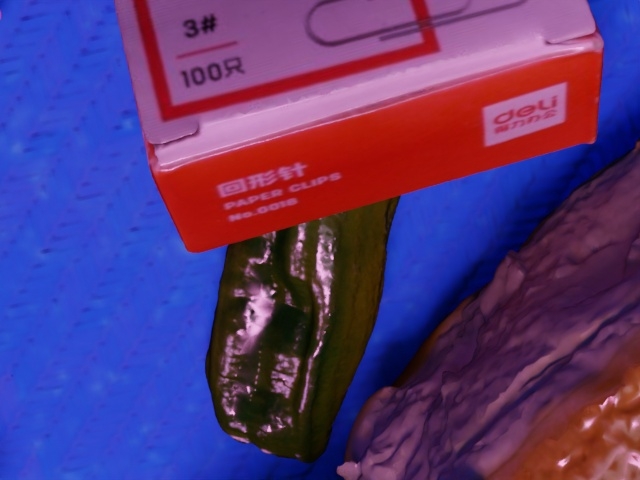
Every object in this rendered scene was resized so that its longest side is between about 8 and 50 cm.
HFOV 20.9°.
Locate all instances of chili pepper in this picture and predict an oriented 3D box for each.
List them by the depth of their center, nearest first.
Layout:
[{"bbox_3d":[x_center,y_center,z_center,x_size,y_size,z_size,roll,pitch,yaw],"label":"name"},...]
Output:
[{"bbox_3d":[-0.002,-0.001,0.759,0.072,0.073,0.204,18,102,7],"label":"chili pepper"}]

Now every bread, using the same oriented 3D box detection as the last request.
[{"bbox_3d":[0.160,0.107,0.710,0.279,0.225,0.250,-43,105,10],"label":"bread"}]

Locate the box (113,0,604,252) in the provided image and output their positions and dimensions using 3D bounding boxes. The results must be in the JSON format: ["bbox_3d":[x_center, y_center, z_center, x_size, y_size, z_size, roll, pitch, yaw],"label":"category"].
[{"bbox_3d":[0.007,-0.089,0.691,0.182,0.099,0.133,-14,64,0],"label":"box"}]
